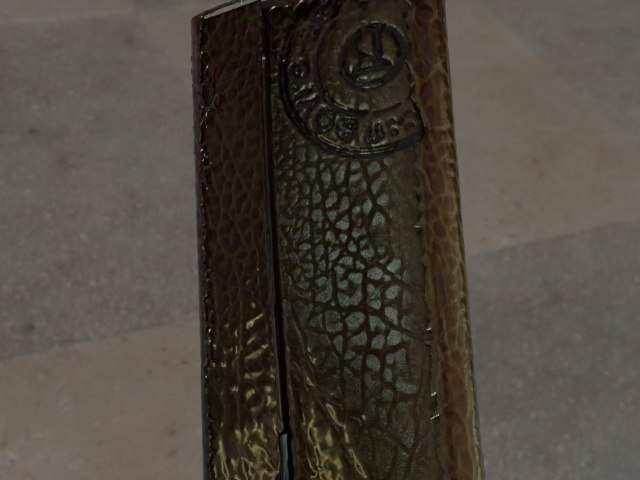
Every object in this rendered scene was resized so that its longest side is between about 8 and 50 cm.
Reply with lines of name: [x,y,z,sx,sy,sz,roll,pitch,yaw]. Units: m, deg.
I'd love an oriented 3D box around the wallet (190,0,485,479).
wallet: [0.000,0.000,0.467,0.133,0.039,0.243,-8,76,25]
